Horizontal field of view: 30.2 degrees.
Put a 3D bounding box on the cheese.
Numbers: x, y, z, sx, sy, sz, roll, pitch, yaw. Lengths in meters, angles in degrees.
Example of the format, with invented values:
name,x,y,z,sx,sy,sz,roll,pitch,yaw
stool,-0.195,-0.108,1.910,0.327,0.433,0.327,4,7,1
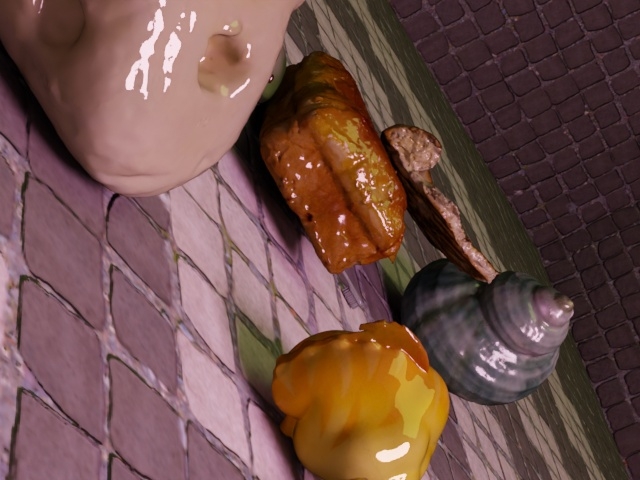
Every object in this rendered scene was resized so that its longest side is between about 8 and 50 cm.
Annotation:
name,x,y,z,sx,sy,sz,roll,pitch,yaw
cheese,-0.102,-0.160,0.782,0.173,0.251,0.248,12,68,-72

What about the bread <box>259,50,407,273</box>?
name,x,y,z,sx,sy,sz,roll,pitch,yaw
bread,0.017,-0.093,1.265,0.185,0.109,0.380,57,8,-16

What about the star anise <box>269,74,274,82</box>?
name,x,y,z,sx,sy,sz,roll,pitch,yaw
star anise,-0.108,-0.153,1.012,0.190,0.070,0.097,8,45,-59

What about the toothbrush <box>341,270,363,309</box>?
name,x,y,z,sx,sy,sz,roll,pitch,yaw
toothbrush,0.000,0.000,1.266,0.167,0.014,0.011,60,12,-4

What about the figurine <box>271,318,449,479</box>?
name,x,y,z,sx,sy,sz,roll,pitch,yaw
figurine,0.045,0.167,0.920,0.156,0.131,0.246,-98,171,-59

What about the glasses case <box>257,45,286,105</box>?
name,x,y,z,sx,sy,sz,roll,pitch,yaw
glasses case,-0.072,-0.203,1.287,0.081,0.051,0.204,61,14,-17

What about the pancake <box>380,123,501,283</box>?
name,x,y,z,sx,sy,sz,roll,pitch,yaw
pancake,0.126,-0.059,1.381,0.212,0.056,0.257,56,-4,-24

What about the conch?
name,x,y,z,sx,sy,sz,roll,pitch,yaw
conch,0.202,0.106,1.450,0.220,0.277,0.195,1,74,-32
